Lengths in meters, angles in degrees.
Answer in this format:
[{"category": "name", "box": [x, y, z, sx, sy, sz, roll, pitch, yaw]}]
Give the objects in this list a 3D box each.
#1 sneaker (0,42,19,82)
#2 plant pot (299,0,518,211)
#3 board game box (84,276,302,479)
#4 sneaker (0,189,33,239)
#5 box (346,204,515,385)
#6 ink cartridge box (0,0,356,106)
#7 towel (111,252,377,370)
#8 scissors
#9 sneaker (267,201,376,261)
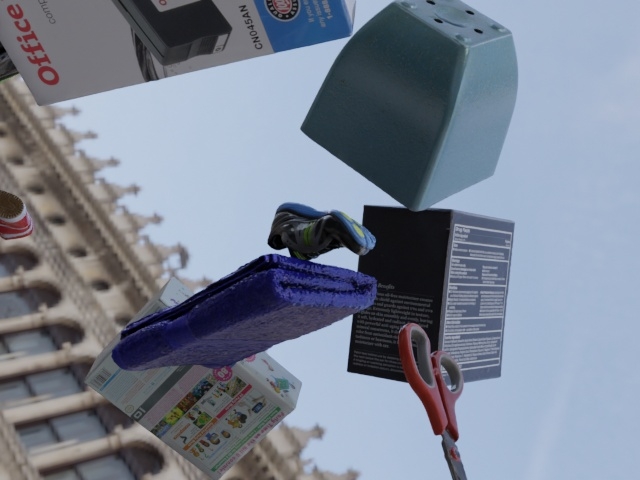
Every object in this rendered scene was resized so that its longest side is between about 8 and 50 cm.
[{"category": "sneaker", "box": [-0.371, -0.308, 1.382, 0.185, 0.482, 0.202, 62, 3, -8]}, {"category": "plant pot", "box": [0.163, -0.238, 1.649, 0.247, 0.247, 0.252, 38, -52, 23]}, {"category": "board game box", "box": [-0.221, 0.247, 1.868, 0.303, 0.097, 0.224, 41, -68, -11]}, {"category": "sneaker", "box": [-0.387, -0.041, 1.250, 0.118, 0.042, 0.067, 29, -23, 19]}, {"category": "box", "box": [0.201, 0.094, 1.885, 0.182, 0.296, 0.294, 7, -90, 31]}, {"category": "ink cartridge box", "box": [-0.184, -0.337, 1.167, 0.394, 0.166, 0.286, -10, -50, 15]}, {"category": "towel", "box": [-0.103, 0.098, 1.425, 0.308, 0.227, 0.076, -24, -108, 34]}, {"category": "scissors", "box": [0.132, 0.217, 1.165, 0.021, 0.109, 0.297, -33, -144, 26]}, {"category": "sneaker", "box": [0.000, 0.000, 1.358, 0.188, 0.067, 0.078, 11, -109, 50]}]
